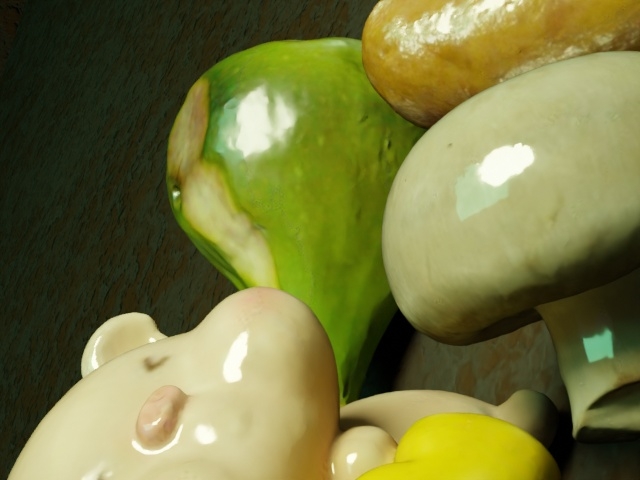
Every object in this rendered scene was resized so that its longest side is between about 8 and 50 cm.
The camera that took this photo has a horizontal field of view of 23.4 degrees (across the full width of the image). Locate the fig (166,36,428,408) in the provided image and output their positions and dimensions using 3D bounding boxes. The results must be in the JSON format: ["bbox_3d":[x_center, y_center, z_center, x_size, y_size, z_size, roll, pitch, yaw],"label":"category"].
[{"bbox_3d":[0.000,0.000,1.089,0.206,0.206,0.275,-36,55,50],"label":"fig"}]

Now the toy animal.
[{"bbox_3d":[-0.026,0.123,0.795,0.277,0.247,0.345,-48,-2,39],"label":"toy animal"}]

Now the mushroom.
[{"bbox_3d":[0.139,0.009,0.781,0.204,0.204,0.204,-48,28,36],"label":"mushroom"}]

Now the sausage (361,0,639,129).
[{"bbox_3d":[0.149,-0.134,0.852,0.270,0.109,0.109,-21,41,21],"label":"sausage"}]
